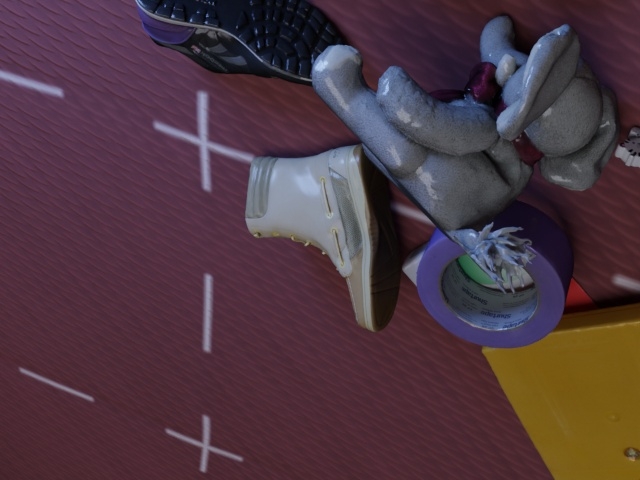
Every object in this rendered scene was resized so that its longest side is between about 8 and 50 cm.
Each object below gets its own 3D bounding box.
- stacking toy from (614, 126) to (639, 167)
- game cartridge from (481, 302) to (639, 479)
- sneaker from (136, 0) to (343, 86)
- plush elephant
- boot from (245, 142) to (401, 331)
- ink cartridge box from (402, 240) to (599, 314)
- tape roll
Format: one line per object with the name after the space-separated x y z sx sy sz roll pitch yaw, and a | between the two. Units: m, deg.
0.439 -0.116 0.925 0.221 0.052 0.167 31 145 20 | stacking toy
0.415 0.231 1.222 0.285 0.053 0.324 -14 118 37 | game cartridge
-0.101 -0.265 1.139 0.283 0.107 0.124 24 160 2 | sneaker
0.193 -0.138 0.975 0.330 0.255 0.272 49 -176 31 | plush elephant
0.000 0.000 1.234 0.203 0.095 0.262 -3 104 30 | boot
0.251 0.071 1.209 0.225 0.056 0.181 49 131 -9 | ink cartridge box
0.224 0.043 1.114 0.189 0.080 0.189 13 130 16 | tape roll
